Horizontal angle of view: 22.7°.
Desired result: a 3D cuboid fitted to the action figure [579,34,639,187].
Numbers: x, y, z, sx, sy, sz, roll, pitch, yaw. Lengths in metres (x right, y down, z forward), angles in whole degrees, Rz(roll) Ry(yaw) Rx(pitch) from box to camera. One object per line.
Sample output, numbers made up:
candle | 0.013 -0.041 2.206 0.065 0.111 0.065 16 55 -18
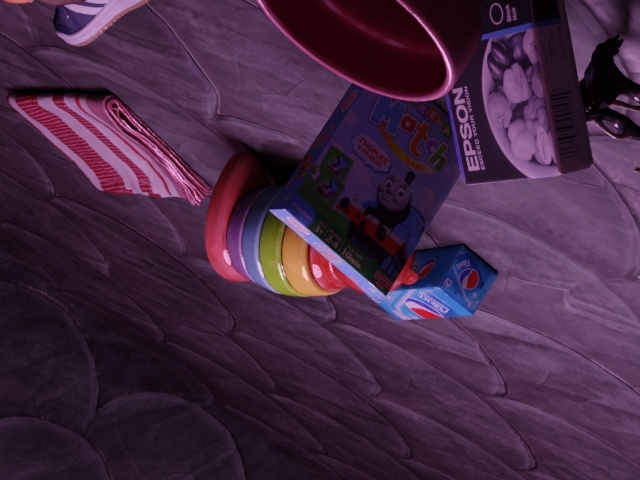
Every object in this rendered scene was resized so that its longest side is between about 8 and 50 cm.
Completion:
action figure | 0.343 -0.069 1.402 0.275 0.141 0.164 43 162 12

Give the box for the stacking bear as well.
stacking bear | 0.000 0.000 2.130 0.289 0.164 0.175 11 152 39

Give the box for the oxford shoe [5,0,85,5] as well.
oxford shoe | -0.222 -0.332 1.562 0.132 0.130 0.363 6 167 -20

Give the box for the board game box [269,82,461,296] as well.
board game box | 0.062 -0.070 1.737 0.160 0.211 0.039 40 159 -24

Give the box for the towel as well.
towel | -0.338 -0.147 2.484 0.329 0.037 0.237 8 149 52

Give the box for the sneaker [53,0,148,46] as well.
sneaker | -0.278 -0.321 1.826 0.153 0.099 0.282 34 156 -22

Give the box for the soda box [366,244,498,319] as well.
soda box | 0.147 0.059 2.155 0.067 0.071 0.210 39 161 -17

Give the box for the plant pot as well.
plant pot | 0.065 -0.246 1.324 0.201 0.180 0.201 28 162 10

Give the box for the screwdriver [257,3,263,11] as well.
screwdriver | 0.007 -0.239 1.709 0.170 0.024 0.025 17 -173 24

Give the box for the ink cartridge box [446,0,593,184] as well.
ink cartridge box | 0.152 -0.156 1.442 0.208 0.045 0.206 -4 98 63
